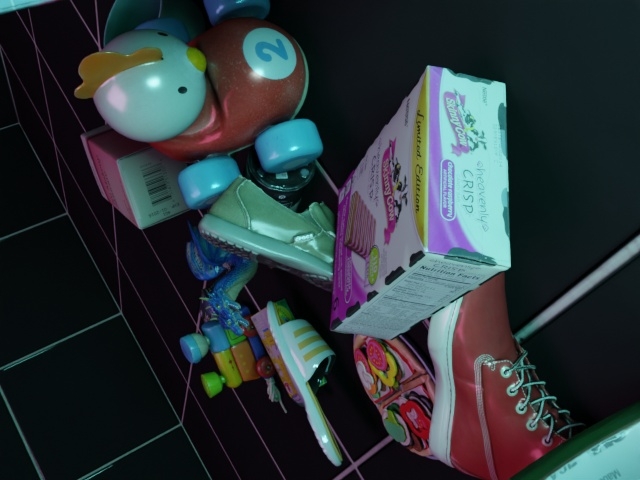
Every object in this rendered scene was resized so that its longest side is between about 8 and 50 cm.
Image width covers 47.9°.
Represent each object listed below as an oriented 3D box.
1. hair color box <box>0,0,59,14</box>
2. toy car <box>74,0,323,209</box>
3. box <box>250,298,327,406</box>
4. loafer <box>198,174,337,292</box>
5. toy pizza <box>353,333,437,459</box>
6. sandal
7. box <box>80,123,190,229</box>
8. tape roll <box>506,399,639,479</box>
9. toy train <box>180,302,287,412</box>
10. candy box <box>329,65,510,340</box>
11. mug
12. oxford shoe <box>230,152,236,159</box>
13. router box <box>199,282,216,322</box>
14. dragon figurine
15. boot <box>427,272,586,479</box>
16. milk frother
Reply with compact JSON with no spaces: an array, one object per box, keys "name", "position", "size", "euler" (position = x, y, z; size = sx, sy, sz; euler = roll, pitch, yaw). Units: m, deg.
[{"name":"hair color box","position":[-0.080,-0.235,0.450],"size":[0.185,0.375,0.113],"euler":[28,137,53]},{"name":"toy car","position":[-0.141,-0.165,0.748],"size":[0.238,0.210,0.219],"euler":[-5,-107,-69]},{"name":"box","position":[-0.050,0.193,1.213],"size":[0.179,0.043,0.105],"euler":[65,156,5]},{"name":"loafer","position":[0.000,0.000,0.770],"size":[0.251,0.087,0.094],"euler":[22,169,-11]},{"name":"toy pizza","position":[0.097,0.195,0.929],"size":[0.201,0.032,0.201],"euler":[45,150,36]},{"name":"sandal","position":[-0.005,0.204,1.090],"size":[0.102,0.076,0.265],"euler":[79,166,-70]},{"name":"box","position":[-0.357,-0.139,1.408],"size":[0.232,0.127,0.148],"euler":[30,139,52]},{"name":"tape roll","position":[0.190,0.136,0.331],"size":[0.077,0.321,0.321],"euler":[60,156,10]},{"name":"toy train","position":[-0.161,0.257,1.372],"size":[0.105,0.143,0.247],"euler":[9,121,62]},{"name":"candy box","position":[0.076,-0.018,0.629],"size":[0.233,0.071,0.159],"euler":[129,148,-63]},{"name":"mug","position":[-0.222,-0.271,0.994],"size":[0.130,0.097,0.157],"euler":[-2,78,40]},{"name":"oxford shoe","position":[-0.157,-0.204,1.019],"size":[0.212,0.076,0.076],"euler":[57,136,36]},{"name":"router box","position":[-0.216,0.157,1.516],"size":[0.092,0.038,0.122],"euler":[56,155,20]},{"name":"dragon figurine","position":[-0.167,0.008,1.143],"size":[0.289,0.144,0.085],"euler":[55,154,20]},{"name":"boot","position":[0.188,0.130,0.642],"size":[0.176,0.088,0.244],"euler":[19,124,40]},{"name":"milk frother","position":[-0.077,-0.099,0.943],"size":[0.134,0.129,0.143],"euler":[118,166,-61]}]
